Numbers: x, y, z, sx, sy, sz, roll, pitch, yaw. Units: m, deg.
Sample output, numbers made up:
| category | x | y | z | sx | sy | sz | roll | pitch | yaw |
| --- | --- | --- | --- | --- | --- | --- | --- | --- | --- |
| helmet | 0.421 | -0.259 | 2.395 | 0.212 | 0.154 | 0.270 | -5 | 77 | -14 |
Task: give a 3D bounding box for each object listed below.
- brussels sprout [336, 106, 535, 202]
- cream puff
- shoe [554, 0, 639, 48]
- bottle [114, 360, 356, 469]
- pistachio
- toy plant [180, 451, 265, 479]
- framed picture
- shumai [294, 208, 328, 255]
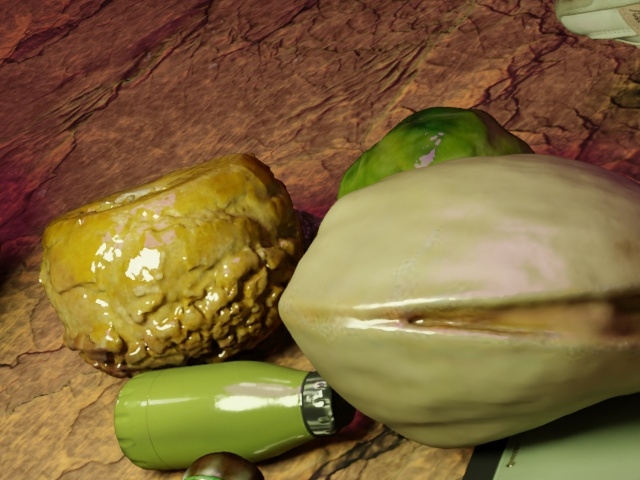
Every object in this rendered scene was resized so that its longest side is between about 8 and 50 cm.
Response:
| category | x | y | z | sx | sy | sz | roll | pitch | yaw |
| --- | --- | --- | --- | --- | --- | --- | --- | --- | --- |
| brussels sprout | 0.150 | -0.052 | 1.872 | 0.219 | 0.210 | 0.271 | -35 | 6 | 28 |
| cream puff | -0.171 | 0.042 | 1.922 | 0.327 | 0.231 | 0.343 | -28 | 11 | -31 |
| shoe | 0.467 | -0.277 | 2.001 | 0.351 | 0.198 | 0.172 | -7 | 27 | 27 |
| bottle | -0.089 | 0.184 | 1.748 | 0.260 | 0.112 | 0.112 | -9 | 32 | 27 |
| pistachio | 0.180 | 0.058 | 1.564 | 0.446 | 0.281 | 0.365 | -1 | 3 | 17 |
| toy plant | -0.118 | 0.288 | 1.619 | 0.093 | 0.092 | 0.162 | -6 | 34 | 31 |
| framed picture | 0.299 | 0.183 | 1.501 | 0.347 | 0.016 | 0.265 | -11 | 20 | 21 |
| shumai | 0.000 | 0.000 | 2.038 | 0.080 | 0.082 | 0.083 | -7 | 73 | 13 |
